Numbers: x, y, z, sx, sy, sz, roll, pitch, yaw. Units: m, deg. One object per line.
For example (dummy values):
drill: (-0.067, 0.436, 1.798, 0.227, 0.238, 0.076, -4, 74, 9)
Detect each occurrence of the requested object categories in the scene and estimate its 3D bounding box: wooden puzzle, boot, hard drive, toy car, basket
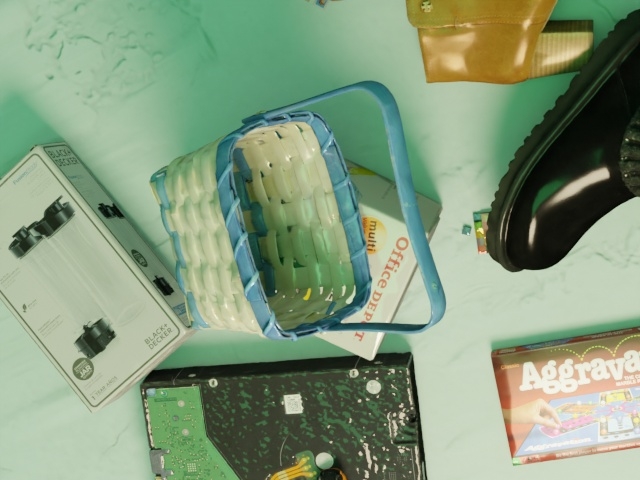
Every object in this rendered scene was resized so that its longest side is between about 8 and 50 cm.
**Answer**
wooden puzzle: (0.209, -0.011, 1.895, 0.083, 0.006, 0.049, -7, 103, 11)
boot: (0.352, -0.058, 1.728, 0.260, 0.131, 0.348, 44, 110, 36)
hard drive: (-0.041, 0.265, 1.977, 0.339, 0.064, 0.237, -6, 103, 10)
toy car: (-0.011, 0.322, 1.945, 0.122, 0.060, 0.040, -28, 143, 31)
boot: (0.196, -0.316, 1.770, 0.211, 0.104, 0.295, 0, 108, 9)
basket: (-0.019, -0.024, 1.638, 0.289, 0.201, 0.255, -4, 103, 42)

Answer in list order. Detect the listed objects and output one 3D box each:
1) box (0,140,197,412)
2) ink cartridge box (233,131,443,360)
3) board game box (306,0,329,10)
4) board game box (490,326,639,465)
box: (-0.292, 0.041, 1.928, 0.169, 0.087, 0.290, -42, 86, 16)
ink cartridge box: (0.000, 0.000, 1.847, 0.232, 0.168, 0.171, 25, 106, 4)
board game box: (-0.034, -0.314, 1.797, 0.168, 0.133, 0.033, 27, 69, 2)
board game box: (0.355, 0.179, 1.908, 0.281, 0.027, 0.145, -11, 101, 12)
